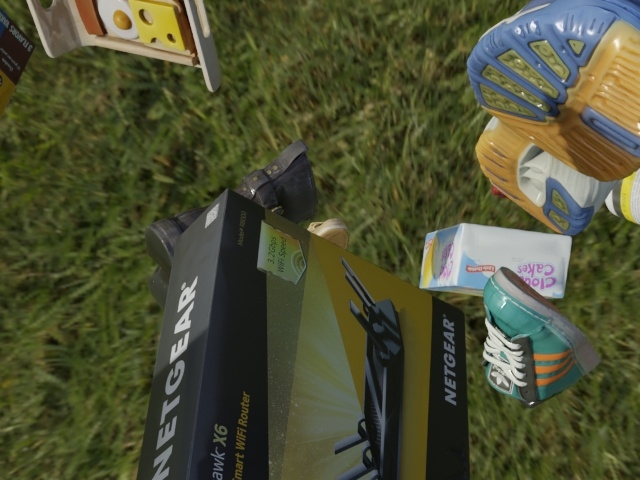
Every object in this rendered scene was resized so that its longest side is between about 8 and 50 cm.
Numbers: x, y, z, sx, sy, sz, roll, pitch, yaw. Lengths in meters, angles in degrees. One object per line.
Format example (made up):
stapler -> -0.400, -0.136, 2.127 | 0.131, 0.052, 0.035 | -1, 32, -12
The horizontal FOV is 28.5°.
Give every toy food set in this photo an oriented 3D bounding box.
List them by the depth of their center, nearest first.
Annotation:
toy food set -> -0.274, -0.314, 1.663 | 0.306, 0.219, 0.092 | 17, 47, 32

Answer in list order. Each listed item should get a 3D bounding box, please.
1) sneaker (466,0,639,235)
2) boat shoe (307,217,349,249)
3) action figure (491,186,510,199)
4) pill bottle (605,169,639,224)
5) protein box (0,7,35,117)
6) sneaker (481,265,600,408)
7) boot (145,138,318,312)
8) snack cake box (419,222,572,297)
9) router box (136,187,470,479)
sneaker -> 0.162, -0.102, 0.731 | 0.112, 0.296, 0.131 | 40, 84, 7
boat shoe -> 0.000, 0.000, 1.900 | 0.063, 0.170, 0.059 | 0, 66, -17
action figure -> 0.276, -0.079, 1.818 | 0.030, 0.115, 0.038 | 48, 119, 21
pill bottle -> 0.455, -0.054, 1.501 | 0.208, 0.119, 0.119 | 25, 89, 40
protein box -> -0.419, -0.145, 1.195 | 0.200, 0.136, 0.201 | 4, 62, 30
sneaker -> 0.248, 0.132, 1.516 | 0.121, 0.302, 0.108 | -46, 56, 2
boot -> -0.097, 0.007, 1.564 | 0.229, 0.263, 0.091 | -30, 65, -21
snack cake box -> 0.243, 0.034, 1.800 | 0.152, 0.264, 0.089 | 8, 86, -5
router box -> -0.004, 0.140, 0.938 | 0.243, 0.308, 0.081 | 27, 132, -24
